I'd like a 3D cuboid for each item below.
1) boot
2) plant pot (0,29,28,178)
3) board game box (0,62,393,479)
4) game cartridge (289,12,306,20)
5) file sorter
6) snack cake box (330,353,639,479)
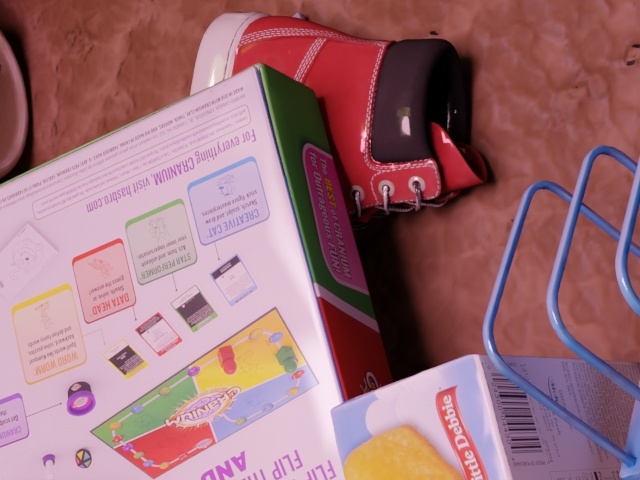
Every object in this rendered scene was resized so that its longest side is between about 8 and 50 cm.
[{"bbox_3d":[0.000,0.000,0.765,0.176,0.088,0.244,14,96,29],"label":"boot"},{"bbox_3d":[-0.361,-0.081,0.976,0.274,0.256,0.257,-10,77,21],"label":"plant pot"},{"bbox_3d":[-0.079,0.100,0.709,0.242,0.064,0.317,-21,73,23],"label":"board game box"},{"bbox_3d":[-0.033,-0.097,0.844,0.083,0.017,0.056,-33,61,30],"label":"game cartridge"},{"bbox_3d":[0.163,0.007,0.546,0.170,0.104,0.118,-33,27,49],"label":"file sorter"},{"bbox_3d":[0.110,0.188,0.604,0.089,0.152,0.264,-26,68,35],"label":"snack cake box"}]
